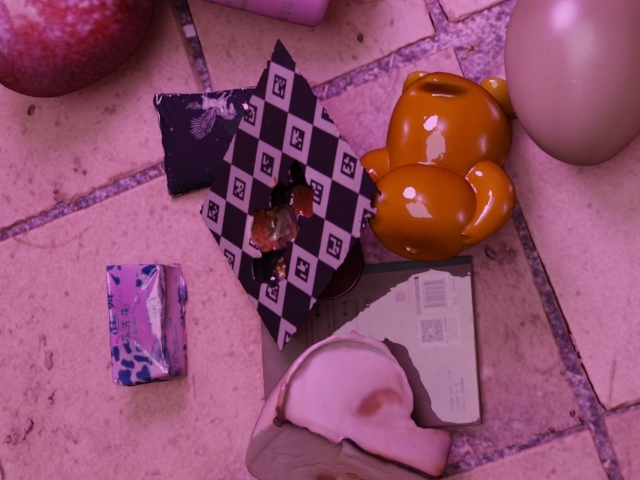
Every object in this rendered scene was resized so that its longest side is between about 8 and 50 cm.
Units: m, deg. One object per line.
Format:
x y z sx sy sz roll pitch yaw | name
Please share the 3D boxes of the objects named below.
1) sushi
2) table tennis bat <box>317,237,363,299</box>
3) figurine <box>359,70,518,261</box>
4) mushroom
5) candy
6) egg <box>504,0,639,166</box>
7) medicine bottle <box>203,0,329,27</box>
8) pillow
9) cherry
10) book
-0.028 -0.049 1.500 0.264 0.050 0.290 57 135 30 | sushi
0.000 0.000 1.564 0.095 0.014 0.158 -23 72 15 | table tennis bat
0.138 -0.087 1.433 0.215 0.215 0.228 7 87 20 | figurine
0.023 0.221 1.482 0.173 0.236 0.162 -44 27 49 | mushroom
-0.228 0.110 1.623 0.092 0.073 0.160 -6 85 18 | candy
0.299 -0.205 1.385 0.186 0.186 0.242 9 92 20 | egg
-0.120 -0.377 1.502 0.290 0.178 0.178 12 92 -5 | medicine bottle
-0.117 -0.135 1.608 0.208 0.055 0.141 -6 94 20 | pillow
-0.360 -0.310 1.624 0.285 0.213 0.236 -15 102 -4 | cherry
0.058 0.134 1.541 0.282 0.025 0.215 -4 85 19 | book
